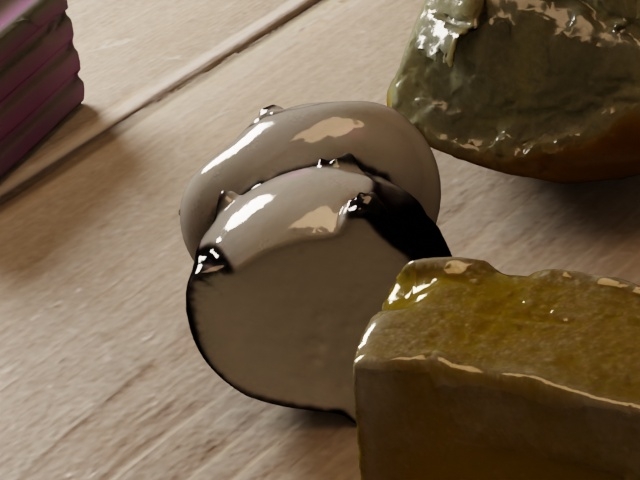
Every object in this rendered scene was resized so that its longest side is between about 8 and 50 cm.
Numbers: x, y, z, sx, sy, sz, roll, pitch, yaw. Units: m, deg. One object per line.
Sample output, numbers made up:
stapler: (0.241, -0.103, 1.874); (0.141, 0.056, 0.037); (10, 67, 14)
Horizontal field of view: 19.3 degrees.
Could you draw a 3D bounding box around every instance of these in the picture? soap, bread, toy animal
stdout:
soap: (0.121, 0.166, 0.888); (0.199, 0.315, 0.091); (9, 37, 21)
bread: (0.183, -0.170, 1.456); (0.250, 0.225, 0.279); (9, 28, 14)
toy animal: (-0.003, -0.004, 1.302); (0.187, 0.165, 0.235); (-21, 34, 12)
soap: (-0.282, -0.124, 1.582); (0.065, 0.122, 0.203); (10, 37, 23)

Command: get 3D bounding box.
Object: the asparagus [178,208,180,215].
asparagus: (-0.064, -0.042, 1.510); (0.114, 0.014, 0.015); (-26, 54, -26)
